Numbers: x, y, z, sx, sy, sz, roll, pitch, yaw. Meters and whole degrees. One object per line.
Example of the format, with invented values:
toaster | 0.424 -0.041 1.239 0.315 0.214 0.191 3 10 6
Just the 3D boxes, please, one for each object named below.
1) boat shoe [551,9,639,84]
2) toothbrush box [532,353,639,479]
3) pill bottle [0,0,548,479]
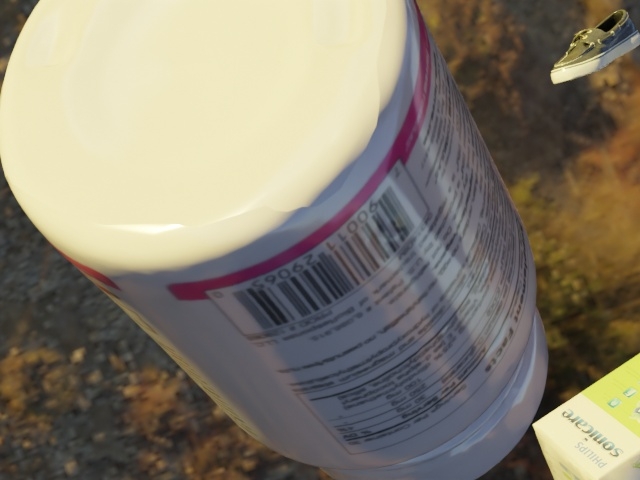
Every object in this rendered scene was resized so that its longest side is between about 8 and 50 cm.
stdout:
boat shoe | 0.269 -0.192 1.609 0.142 0.049 0.040 -31 102 -44
toothbrush box | 0.376 0.203 1.572 0.283 0.122 0.206 -30 120 -11
pill bottle | 0.000 0.000 0.680 0.283 0.160 0.160 55 32 -56
